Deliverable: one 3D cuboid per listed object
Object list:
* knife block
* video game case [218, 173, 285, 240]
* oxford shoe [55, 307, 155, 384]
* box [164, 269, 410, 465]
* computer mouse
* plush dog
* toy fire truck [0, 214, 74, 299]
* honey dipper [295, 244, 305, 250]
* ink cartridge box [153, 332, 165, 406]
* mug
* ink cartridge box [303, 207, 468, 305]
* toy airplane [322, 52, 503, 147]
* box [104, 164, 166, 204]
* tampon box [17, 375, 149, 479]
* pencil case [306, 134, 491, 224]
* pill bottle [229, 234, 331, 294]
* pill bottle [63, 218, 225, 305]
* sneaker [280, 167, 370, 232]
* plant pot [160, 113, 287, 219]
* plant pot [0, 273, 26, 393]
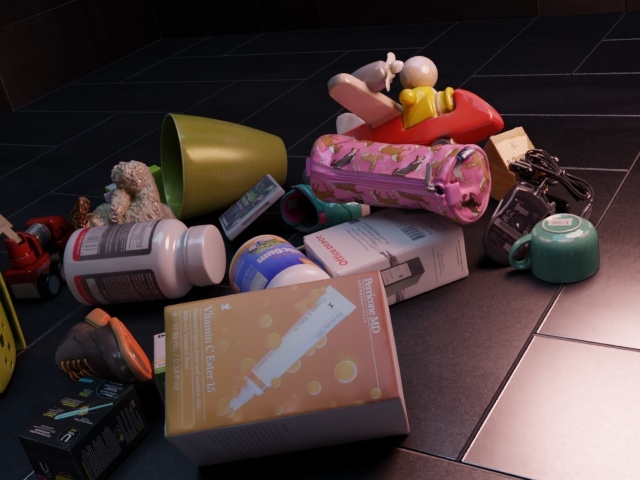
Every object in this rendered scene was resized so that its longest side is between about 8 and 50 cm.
[{"bbox_3d":[0.455,-0.119,1.886,0.088,0.242,0.275,-20,-17,-16],"label":"knife block"},{"bbox_3d":[-0.172,-0.085,2.034,0.173,0.022,0.190,-41,19,0],"label":"video game case"},{"bbox_3d":[-0.403,0.222,1.524,0.133,0.130,0.364,-36,15,-20],"label":"oxford shoe"},{"bbox_3d":[-0.053,0.202,1.288,0.345,0.168,0.215,-10,59,5],"label":"box"},{"bbox_3d":[0.447,-0.042,1.709,0.262,0.184,0.060,-60,3,-14],"label":"computer mouse"},{"bbox_3d":[-0.475,-0.028,1.983,0.225,0.262,0.210,-19,51,2],"label":"plush dog"},{"bbox_3d":[-0.704,-0.007,1.979,0.158,0.246,0.217,-5,28,15],"label":"toy fire truck"},{"bbox_3d":[0.000,0.000,1.900,0.161,0.030,0.030,-23,28,-10],"label":"honey dipper"},{"bbox_3d":[-0.210,0.190,1.549,0.189,0.097,0.255,-15,28,-5],"label":"ink cartridge box"},{"bbox_3d":[0.455,0.012,1.592,0.158,0.097,0.129,-21,28,-17],"label":"mug"},{"bbox_3d":[0.128,0.032,1.681,0.273,0.114,0.198,-19,27,-14],"label":"ink cartridge box"},{"bbox_3d":[0.190,-0.284,1.893,0.384,0.272,0.386,10,-7,-4],"label":"toy airplane"},{"bbox_3d":[-0.506,-0.121,2.264,0.178,0.109,0.042,-29,35,-28],"label":"box"},{"bbox_3d":[-0.387,0.318,1.372,0.120,0.101,0.161,5,32,30],"label":"tampon box"},{"bbox_3d":[0.152,-0.131,1.692,0.386,0.167,0.160,11,64,41],"label":"pencil case"},{"bbox_3d":[-0.061,0.100,1.592,0.152,0.152,0.272,-23,28,-19],"label":"pill bottle"},{"bbox_3d":[-0.378,0.044,1.814,0.319,0.176,0.176,-5,28,14],"label":"pill bottle"},{"bbox_3d":[-0.023,-0.105,2.017,0.178,0.123,0.295,-13,26,-22],"label":"sneaker"},{"bbox_3d":[-0.247,-0.200,2.178,0.294,0.274,0.275,-6,23,-21],"label":"plant pot"},{"bbox_3d":[-0.737,0.181,1.671,0.227,0.228,0.207,-10,20,7],"label":"plant pot"}]
